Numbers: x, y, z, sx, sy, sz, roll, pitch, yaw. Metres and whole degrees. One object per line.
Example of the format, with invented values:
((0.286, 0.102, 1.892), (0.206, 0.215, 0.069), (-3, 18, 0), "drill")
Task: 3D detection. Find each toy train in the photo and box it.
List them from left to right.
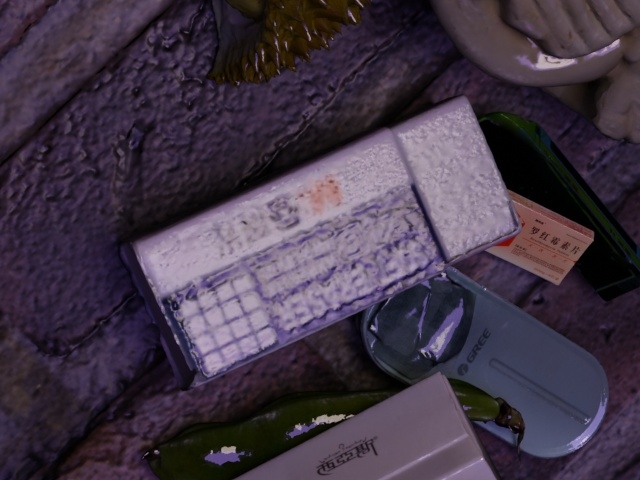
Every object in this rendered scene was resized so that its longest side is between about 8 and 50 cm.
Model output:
((0.195, -0.039, 1.605), (0.044, 0.042, 0.209), (-28, 118, 28), "toy train")

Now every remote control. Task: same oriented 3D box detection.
((0.134, 0.097, 1.620), (0.247, 0.052, 0.104), (32, 91, -24), "remote control")

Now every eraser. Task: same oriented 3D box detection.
((0.000, 0.000, 1.507), (0.287, 0.086, 0.130), (-24, 91, -12), "eraser")

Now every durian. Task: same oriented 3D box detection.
((-0.037, -0.262, 1.420), (0.172, 0.166, 0.306), (-45, 125, -36), "durian")

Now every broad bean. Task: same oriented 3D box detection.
((0.015, 0.161, 1.569), (0.318, 0.056, 0.098), (-2, 121, -9), "broad bean")

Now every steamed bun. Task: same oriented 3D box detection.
((0.263, -0.267, 1.453), (0.368, 0.255, 0.342), (-28, 135, 20), "steamed bun")

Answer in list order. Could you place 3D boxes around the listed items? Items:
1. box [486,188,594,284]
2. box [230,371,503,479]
((0.170, -0.004, 1.599), (0.093, 0.015, 0.058), (25, 128, -11), "box")
((0.071, 0.256, 1.559), (0.194, 0.111, 0.260), (-27, 129, 2), "box")
